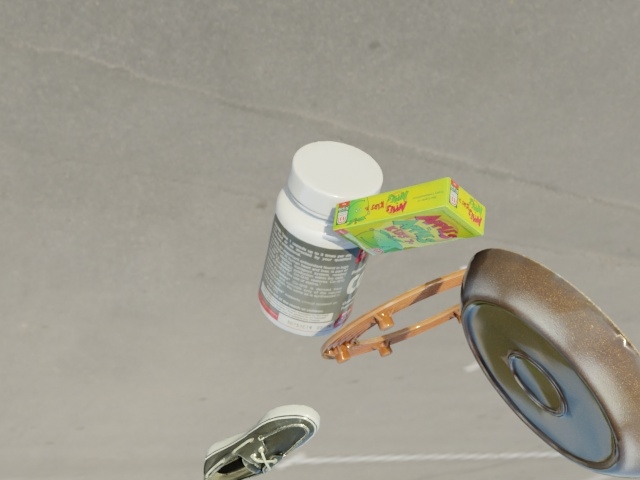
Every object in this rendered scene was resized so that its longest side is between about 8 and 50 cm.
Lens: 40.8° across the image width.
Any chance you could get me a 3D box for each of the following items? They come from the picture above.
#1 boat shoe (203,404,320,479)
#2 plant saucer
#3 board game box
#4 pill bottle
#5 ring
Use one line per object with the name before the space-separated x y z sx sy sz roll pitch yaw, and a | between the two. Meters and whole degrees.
boat shoe | -0.091 0.326 1.322 0.219 0.070 0.078 -33 116 24
plant saucer | 0.255 0.148 0.957 0.050 0.310 0.310 -35 158 -15
board game box | 0.116 -0.029 1.146 0.181 0.043 0.092 -12 149 39
pill bottle | 0.000 0.000 1.336 0.161 0.161 0.283 -2 133 -19
ring | 0.158 0.113 1.281 0.337 0.032 0.336 -21 163 -7
